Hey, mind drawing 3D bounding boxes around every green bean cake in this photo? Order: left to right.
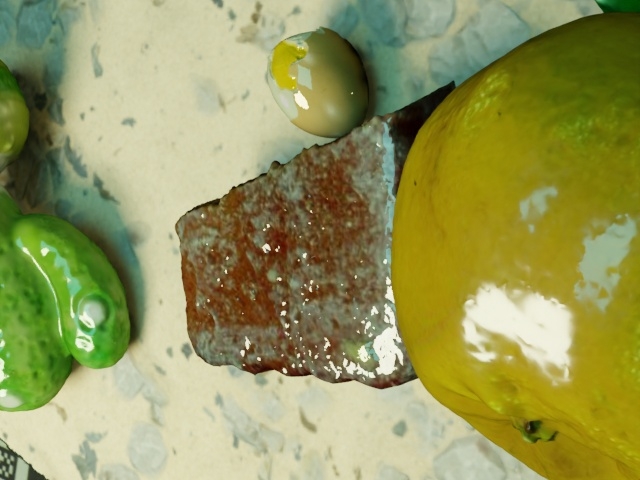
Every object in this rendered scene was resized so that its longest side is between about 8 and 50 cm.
[{"bbox_3d":[0.000,0.000,0.794,0.232,0.097,0.199,-4,93,42],"label":"green bean cake"}]

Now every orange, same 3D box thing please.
[{"bbox_3d":[0.167,0.016,0.606,0.279,0.279,0.235,34,67,26],"label":"orange"}]

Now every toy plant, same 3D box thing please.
[{"bbox_3d":[-0.310,0.003,0.966,0.224,0.184,0.316,-25,90,12],"label":"toy plant"}]

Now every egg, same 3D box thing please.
[{"bbox_3d":[0.000,-0.114,0.817,0.071,0.071,0.083,-30,79,29],"label":"egg"}]

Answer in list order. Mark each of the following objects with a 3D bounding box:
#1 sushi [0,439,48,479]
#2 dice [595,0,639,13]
[{"bbox_3d":[-0.302,0.391,1.031,0.320,0.068,0.339,33,109,26],"label":"sushi"},{"bbox_3d":[0.217,-0.190,0.647,0.128,0.131,0.120,-29,80,28],"label":"dice"}]
